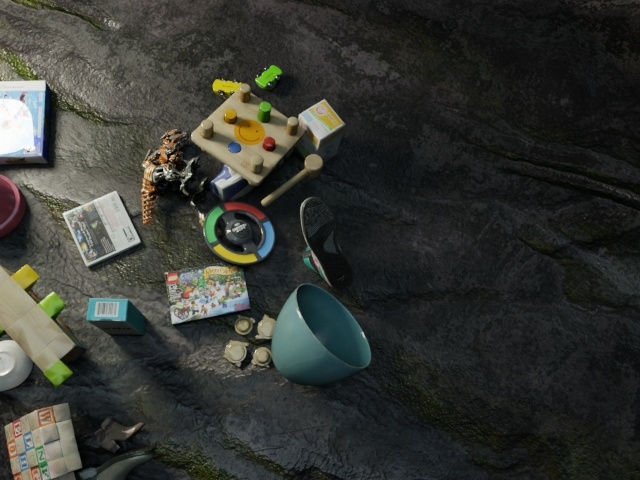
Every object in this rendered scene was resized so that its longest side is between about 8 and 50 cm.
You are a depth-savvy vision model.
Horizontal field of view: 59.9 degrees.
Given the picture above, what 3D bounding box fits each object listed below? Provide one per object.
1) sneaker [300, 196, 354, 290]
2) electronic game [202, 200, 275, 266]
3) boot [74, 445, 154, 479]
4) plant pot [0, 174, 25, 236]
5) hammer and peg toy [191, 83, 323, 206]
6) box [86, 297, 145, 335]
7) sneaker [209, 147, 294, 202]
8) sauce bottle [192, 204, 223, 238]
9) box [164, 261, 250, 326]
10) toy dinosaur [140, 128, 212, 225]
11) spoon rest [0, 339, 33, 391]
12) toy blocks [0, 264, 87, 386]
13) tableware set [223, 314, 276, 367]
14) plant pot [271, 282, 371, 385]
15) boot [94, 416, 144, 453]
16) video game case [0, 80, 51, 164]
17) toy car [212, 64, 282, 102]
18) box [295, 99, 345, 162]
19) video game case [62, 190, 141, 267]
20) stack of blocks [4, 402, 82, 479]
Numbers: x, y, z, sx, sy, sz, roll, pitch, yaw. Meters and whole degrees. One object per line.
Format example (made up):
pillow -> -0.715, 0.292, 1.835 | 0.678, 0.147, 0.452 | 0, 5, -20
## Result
sneaker -> 0.000, 0.000, 1.694 | 0.123, 0.178, 0.296 | -24, 106, -14
electronic game -> -0.249, -0.023, 1.710 | 0.229, 0.048, 0.229 | 11, 57, -17
boot -> -0.540, 0.659, 1.475 | 0.246, 0.083, 0.161 | -21, 81, -6
plant pot -> -0.993, -0.122, 1.606 | 0.201, 0.180, 0.202 | 2, 72, -6
hammer and peg toy -> -0.175, -0.285, 1.668 | 0.361, 0.127, 0.266 | 36, 63, 5
box -> -0.553, 0.213, 1.520 | 0.100, 0.244, 0.060 | 2, 72, -7
sneaker -> -0.252, -0.274, 1.790 | 0.182, 0.127, 0.315 | 43, 65, 11
sauce bottle -> -0.356, -0.056, 1.741 | 0.042, 0.042, 0.128 | -36, 78, -16
box -> -0.339, 0.156, 1.672 | 0.232, 0.044, 0.159 | -11, 74, -11
toy dinosaur -> -0.471, -0.196, 1.740 | 0.218, 0.164, 0.322 | 13, 89, 13
spoon rest -> -0.936, 0.373, 1.519 | 0.276, 0.084, 0.137 | -24, 78, -28
toy blocks -> -0.773, 0.221, 1.496 | 0.381, 0.261, 0.190 | 46, 70, 1
tableware set -> -0.203, 0.299, 1.657 | 0.141, 0.020, 0.169 | 14, 72, -1
plant pot -> -0.027, 0.294, 1.572 | 0.195, 0.290, 0.290 | -43, 80, 19
boot -> -0.559, 0.522, 1.530 | 0.087, 0.042, 0.118 | 41, 65, 15
video game case -> -0.991, -0.372, 1.750 | 0.244, 0.061, 0.270 | -4, 73, -8
toy car -> -0.216, -0.511, 1.893 | 0.239, 0.053, 0.225 | 38, 67, 13
box -> -0.006, -0.340, 1.790 | 0.103, 0.203, 0.114 | -35, 79, -16
video game case -> -0.670, -0.037, 1.704 | 0.173, 0.022, 0.190 | -26, 78, -15
stack of blocks -> -0.696, 0.589, 1.416 | 0.171, 0.087, 0.297 | -28, 74, 30
